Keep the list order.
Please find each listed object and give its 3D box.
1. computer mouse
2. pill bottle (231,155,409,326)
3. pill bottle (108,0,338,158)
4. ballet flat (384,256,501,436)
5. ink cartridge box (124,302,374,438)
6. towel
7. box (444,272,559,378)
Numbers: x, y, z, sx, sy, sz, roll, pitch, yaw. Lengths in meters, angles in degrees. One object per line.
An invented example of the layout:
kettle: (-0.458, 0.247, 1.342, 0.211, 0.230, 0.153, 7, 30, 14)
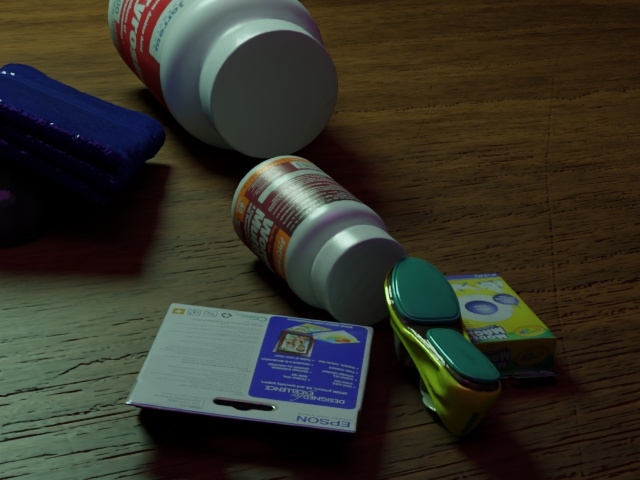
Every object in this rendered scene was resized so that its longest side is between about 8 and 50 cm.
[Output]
computer mouse: (-0.386, -0.079, 1.727, 0.188, 0.072, 0.272, -1, 24, -15)
pill bottle: (0.000, 0.000, 1.566, 0.121, 0.121, 0.221, -7, 26, -26)
pill bottle: (-0.133, -0.262, 2.001, 0.229, 0.229, 0.407, -5, 25, -22)
ballet flat: (0.106, 0.103, 1.400, 0.077, 0.077, 0.231, 5, 28, -20)
ink cartridge box: (-0.061, 0.129, 1.351, 0.206, 0.045, 0.208, 7, 23, 4)
towel: (-0.313, -0.130, 1.755, 0.228, 0.076, 0.308, 22, 11, -3)
box: (0.166, 0.090, 1.495, 0.105, 0.043, 0.179, -3, 26, -17)
